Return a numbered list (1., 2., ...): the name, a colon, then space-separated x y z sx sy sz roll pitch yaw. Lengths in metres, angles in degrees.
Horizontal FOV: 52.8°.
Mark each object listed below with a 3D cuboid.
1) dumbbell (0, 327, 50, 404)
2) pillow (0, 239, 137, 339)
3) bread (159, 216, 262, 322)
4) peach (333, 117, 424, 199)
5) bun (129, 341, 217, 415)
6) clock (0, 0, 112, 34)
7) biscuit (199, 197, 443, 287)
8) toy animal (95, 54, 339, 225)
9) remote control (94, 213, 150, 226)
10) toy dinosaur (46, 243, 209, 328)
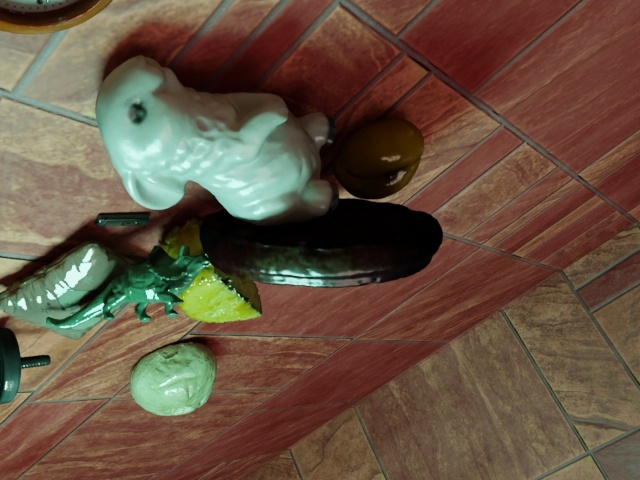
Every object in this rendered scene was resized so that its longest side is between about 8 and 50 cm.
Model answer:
1. dumbbell: -0.654 0.236 1.165 0.325 0.143 0.143 1 143 -44
2. pillow: -0.432 0.093 1.171 0.236 0.084 0.223 -32 152 10
3. bread: -0.223 0.072 1.247 0.147 0.160 0.261 -24 156 5
4. peach: 0.109 -0.150 1.200 0.179 0.103 0.179 -18 152 -10
5. bun: -0.364 0.367 1.668 0.243 0.153 0.244 -25 156 -12
6. clock: -0.286 -0.293 0.636 0.205 0.051 0.205 -22 154 -11
7. biscuit: 0.000 0.000 1.099 0.407 0.407 0.091 -7 106 -34
8. toy animal: -0.155 -0.130 0.934 0.357 0.194 0.258 11 147 -33
9. remote control: -0.338 -0.033 1.106 0.091 0.016 0.034 -3 150 -38
10. toy dinosaur: -0.315 0.101 1.102 0.291 0.120 0.079 -35 167 3
